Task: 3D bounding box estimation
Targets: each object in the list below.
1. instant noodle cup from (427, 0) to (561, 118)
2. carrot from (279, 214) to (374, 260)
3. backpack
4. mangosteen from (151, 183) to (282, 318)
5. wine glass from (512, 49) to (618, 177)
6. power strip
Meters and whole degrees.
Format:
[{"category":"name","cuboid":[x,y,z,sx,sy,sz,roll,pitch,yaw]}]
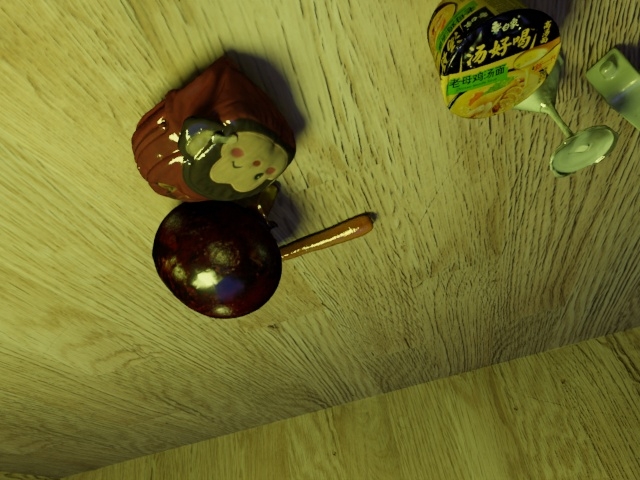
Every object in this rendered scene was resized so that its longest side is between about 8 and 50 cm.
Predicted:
[{"category":"instant noodle cup","cuboid":[0.216,-0.258,0.579,0.151,0.122,0.151,-6,145,-4]},{"category":"carrot","cuboid":[0.000,0.000,0.943,0.247,0.043,0.043,-20,144,15]},{"category":"backpack","cuboid":[-0.158,-0.136,0.631,0.229,0.139,0.229,-20,161,-7]},{"category":"mangosteen","cuboid":[-0.153,0.006,0.778,0.261,0.235,0.235,-51,140,-4]},{"category":"wine glass","cuboid":[0.345,-0.190,0.658,0.122,0.183,0.122,-8,146,-5]},{"category":"power strip","cuboid":[0.582,-0.219,0.765,0.385,0.091,0.062,15,140,-32]}]
